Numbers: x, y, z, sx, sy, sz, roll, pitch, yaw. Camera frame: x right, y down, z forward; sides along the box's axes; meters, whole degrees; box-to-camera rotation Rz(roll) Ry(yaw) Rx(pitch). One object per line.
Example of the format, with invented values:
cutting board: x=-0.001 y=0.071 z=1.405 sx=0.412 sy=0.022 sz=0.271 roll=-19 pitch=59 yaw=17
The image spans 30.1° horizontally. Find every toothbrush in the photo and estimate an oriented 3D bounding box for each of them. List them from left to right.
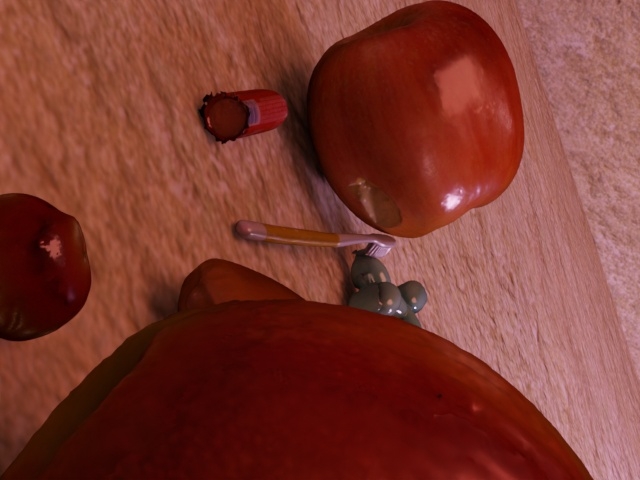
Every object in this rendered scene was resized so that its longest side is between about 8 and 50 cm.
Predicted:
toothbrush: x=0.000 y=0.000 z=1.173 sx=0.021 sy=0.024 sz=0.288 roll=43 pitch=18 yaw=26

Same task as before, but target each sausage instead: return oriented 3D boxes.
sausage: x=-0.065 y=-0.121 z=1.118 sx=0.145 sy=0.050 sz=0.048 roll=-32 pitch=131 yaw=-70
sausage: x=-0.038 y=0.085 z=0.956 sx=0.238 sy=0.098 sz=0.098 roll=41 pitch=37 yaw=-58

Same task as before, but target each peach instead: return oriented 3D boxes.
peach: x=-0.007 y=0.217 z=0.594 sx=0.373 sy=0.290 sz=0.372 roll=8 pitch=71 yaw=-25

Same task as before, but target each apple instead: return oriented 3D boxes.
apple: x=0.108 y=-0.123 z=1.292 sx=0.241 sy=0.242 sz=0.242 roll=65 pitch=22 yaw=-15

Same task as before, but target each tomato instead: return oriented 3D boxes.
tomato: x=-0.170 y=0.015 z=0.689 sx=0.087 sy=0.075 sz=0.087 roll=-16 pitch=90 yaw=-73

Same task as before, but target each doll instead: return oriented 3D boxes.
doll: x=0.081 y=0.084 z=1.299 sx=0.158 sy=0.059 sz=0.159 roll=10 pitch=56 yaw=-67
